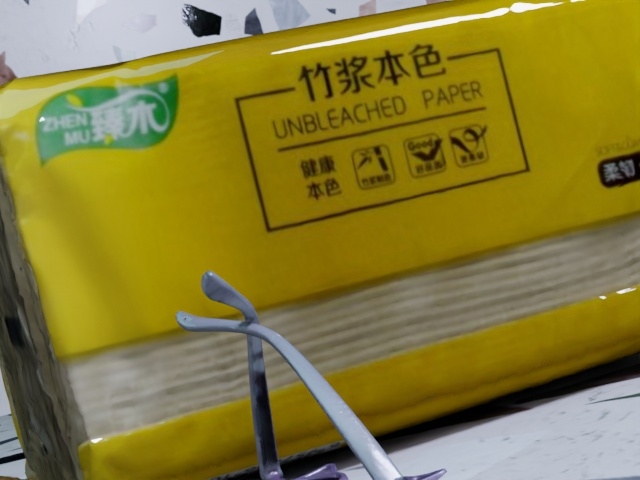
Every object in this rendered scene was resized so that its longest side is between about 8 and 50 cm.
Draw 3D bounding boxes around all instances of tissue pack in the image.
[{"bbox_3d":[0.000,0.000,0.736,0.382,0.228,0.293,-13,-4,-20],"label":"tissue pack"}]

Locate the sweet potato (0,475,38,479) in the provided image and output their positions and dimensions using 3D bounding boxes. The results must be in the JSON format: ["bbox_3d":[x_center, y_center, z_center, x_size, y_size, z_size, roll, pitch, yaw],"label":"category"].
[{"bbox_3d":[-0.134,0.115,0.473,0.206,0.060,0.068,-5,37,28],"label":"sweet potato"}]

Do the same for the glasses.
[{"bbox_3d":[-0.014,0.059,0.508,0.062,0.104,0.140,-16,-5,-22],"label":"glasses"}]
